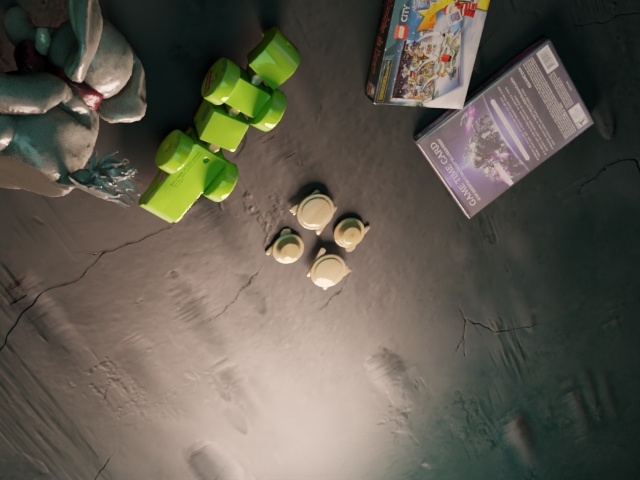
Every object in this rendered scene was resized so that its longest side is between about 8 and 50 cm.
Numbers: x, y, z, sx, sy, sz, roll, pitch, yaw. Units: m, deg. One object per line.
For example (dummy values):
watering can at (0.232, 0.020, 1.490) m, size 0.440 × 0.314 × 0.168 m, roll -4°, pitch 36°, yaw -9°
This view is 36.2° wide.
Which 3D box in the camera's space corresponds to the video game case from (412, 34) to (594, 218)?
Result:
video game case at (0.313, -0.187, 1.653) m, size 0.274 × 0.026 × 0.196 m, roll -37°, pitch 124°, yaw 4°

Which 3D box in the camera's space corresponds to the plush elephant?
plush elephant at (-0.357, -0.205, 1.281) m, size 0.329 × 0.256 × 0.272 m, roll 15°, pitch 161°, yaw 7°

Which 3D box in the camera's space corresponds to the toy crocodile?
toy crocodile at (-0.154, -0.168, 1.456) m, size 0.115 × 0.105 × 0.341 m, roll 26°, pitch 111°, yaw -30°

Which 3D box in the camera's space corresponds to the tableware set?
tableware set at (0.000, 0.000, 1.647) m, size 0.168 × 0.020 × 0.141 m, roll 32°, pitch 102°, yaw -30°

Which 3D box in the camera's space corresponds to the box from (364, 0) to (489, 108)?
box at (0.169, -0.323, 1.511) m, size 0.159 × 0.044 × 0.233 m, roll 1°, pitch 118°, yaw -21°
